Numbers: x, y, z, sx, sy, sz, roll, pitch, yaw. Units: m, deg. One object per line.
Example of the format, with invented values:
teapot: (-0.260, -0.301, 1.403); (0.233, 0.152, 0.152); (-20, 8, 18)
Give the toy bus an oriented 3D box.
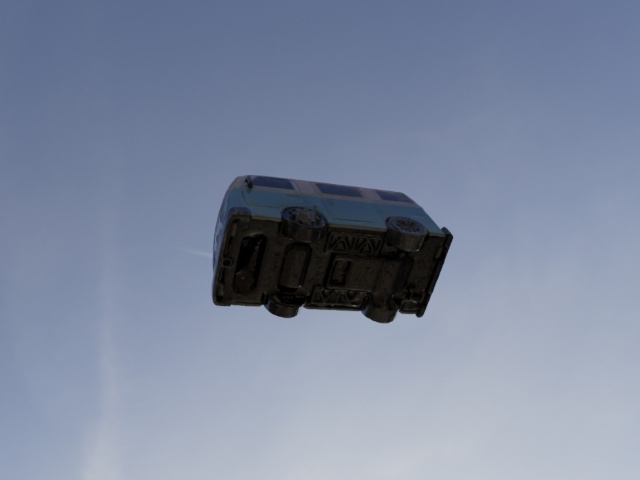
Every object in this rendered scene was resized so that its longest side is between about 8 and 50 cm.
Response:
toy bus: (0.000, 0.000, 0.374); (0.123, 0.075, 0.060); (5, -61, -19)
